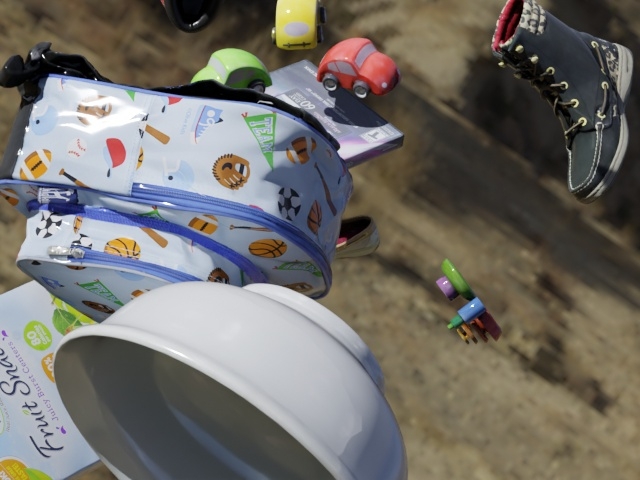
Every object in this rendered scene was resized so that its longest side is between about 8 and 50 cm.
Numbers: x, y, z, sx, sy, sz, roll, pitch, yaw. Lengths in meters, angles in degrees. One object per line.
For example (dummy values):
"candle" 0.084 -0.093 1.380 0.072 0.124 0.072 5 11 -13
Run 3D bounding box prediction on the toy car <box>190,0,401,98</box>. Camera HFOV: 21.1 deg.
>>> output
"toy car" -0.051 -0.215 2.008 0.239 0.225 0.053 47 -27 46

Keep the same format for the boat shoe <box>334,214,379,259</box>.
"boat shoe" 0.000 0.000 1.942 0.045 0.135 0.050 85 -15 -48

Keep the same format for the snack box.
"snack box" -0.254 0.134 1.515 0.207 0.070 0.174 -28 82 -41

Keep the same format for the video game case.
"video game case" -0.063 -0.129 2.102 0.274 0.026 0.196 -23 48 -33

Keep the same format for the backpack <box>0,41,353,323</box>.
"backpack" -0.111 -0.029 1.416 0.263 0.213 0.276 0 -15 19

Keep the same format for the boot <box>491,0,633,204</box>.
"boot" 0.281 -0.172 2.052 0.178 0.085 0.236 28 55 -22

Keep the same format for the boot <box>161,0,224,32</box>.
"boot" -0.115 -0.331 1.683 0.088 0.244 0.176 5 14 -7

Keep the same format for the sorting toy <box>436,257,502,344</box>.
"sorting toy" 0.143 0.070 1.743 0.102 0.042 0.061 53 4 -13

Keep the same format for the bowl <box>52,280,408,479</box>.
"bowl" -0.044 0.127 1.286 0.297 0.134 0.298 27 -31 18
